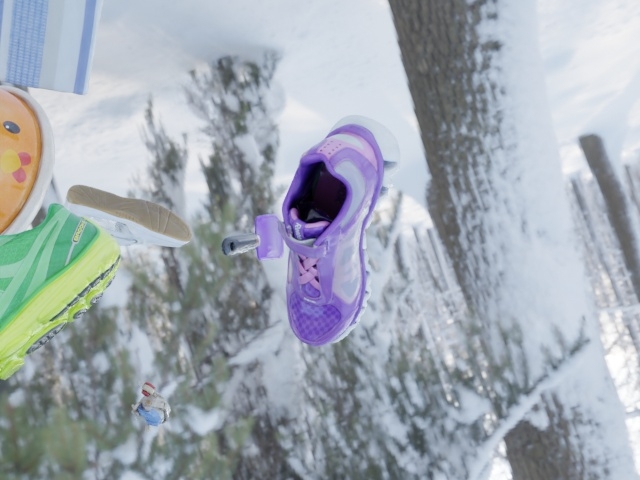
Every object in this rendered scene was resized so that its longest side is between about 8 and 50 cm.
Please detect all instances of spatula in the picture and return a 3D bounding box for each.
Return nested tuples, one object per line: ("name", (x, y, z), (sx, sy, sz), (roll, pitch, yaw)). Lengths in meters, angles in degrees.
("spatula", (-0.111, 0.000, 1.361), (0.030, 0.084, 0.296), (-3, -178, 11))

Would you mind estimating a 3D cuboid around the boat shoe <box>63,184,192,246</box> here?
("boat shoe", (-0.418, -0.034, 1.753), (0.277, 0.098, 0.096), (20, 122, -20))

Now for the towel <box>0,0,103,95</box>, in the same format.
("towel", (-0.486, -0.343, 1.258), (0.285, 0.209, 0.034), (9, -147, -15))

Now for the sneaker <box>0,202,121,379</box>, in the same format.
("sneaker", (-0.337, 0.070, 0.799), (0.295, 0.123, 0.109), (-40, 166, -30))

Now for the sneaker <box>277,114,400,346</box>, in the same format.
("sneaker", (0.000, 0.000, 0.777), (0.095, 0.236, 0.104), (21, -156, 22))

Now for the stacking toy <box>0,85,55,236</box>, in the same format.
("stacking toy", (-0.691, -0.174, 1.263), (0.350, 0.351, 0.480), (-20, 155, 17))

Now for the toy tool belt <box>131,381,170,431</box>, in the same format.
("toy tool belt", (-0.259, 0.254, 1.226), (0.051, 0.052, 0.083), (-58, 154, -28))
